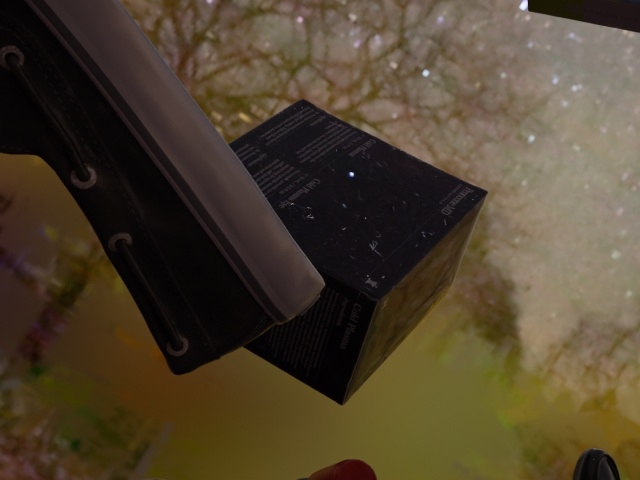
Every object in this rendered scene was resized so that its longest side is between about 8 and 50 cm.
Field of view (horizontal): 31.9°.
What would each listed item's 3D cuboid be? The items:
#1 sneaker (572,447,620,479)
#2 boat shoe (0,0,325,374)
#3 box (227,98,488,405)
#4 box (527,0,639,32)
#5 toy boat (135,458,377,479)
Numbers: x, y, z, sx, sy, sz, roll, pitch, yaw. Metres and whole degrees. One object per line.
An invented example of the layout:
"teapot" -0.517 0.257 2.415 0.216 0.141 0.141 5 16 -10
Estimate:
"sneaker" 0.367 0.340 1.303 0.118 0.222 0.083 -27 -41 37
"boat shoe" -0.090 -0.047 0.368 0.228 0.076 0.080 53 -3 -24
"box" 0.000 0.000 1.489 0.312 0.179 0.343 28 36 18
"box" 0.284 -0.237 0.988 0.178 0.109 0.042 17 -25 20
"toy boat" -0.078 0.309 1.001 0.267 0.318 0.148 52 -37 5
